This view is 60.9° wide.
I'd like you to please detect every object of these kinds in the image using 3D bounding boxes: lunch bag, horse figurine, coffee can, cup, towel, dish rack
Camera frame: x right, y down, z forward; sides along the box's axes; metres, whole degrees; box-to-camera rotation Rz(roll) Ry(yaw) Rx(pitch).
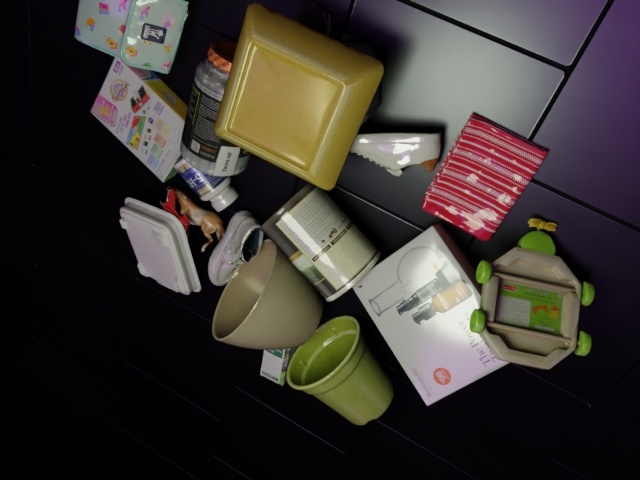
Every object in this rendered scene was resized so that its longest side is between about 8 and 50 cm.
[{"bbox_3d":[-0.487,-0.589,1.435,0.263,0.160,0.223,27,124,-2],"label":"lunch bag"},{"bbox_3d":[-0.385,-0.052,1.740,0.263,0.066,0.174,31,128,16],"label":"horse figurine"},{"bbox_3d":[0.000,0.000,1.483,0.275,0.201,0.201,47,127,-4],"label":"coffee can"},{"bbox_3d":[-0.134,0.194,1.624,0.237,0.331,0.331,32,131,-22],"label":"cup"},{"bbox_3d":[0.383,-0.143,1.311,0.199,0.031,0.274,30,126,9],"label":"towel"},{"bbox_3d":[-0.545,0.034,1.815,0.286,0.072,0.332,20,135,29],"label":"dish rack"}]

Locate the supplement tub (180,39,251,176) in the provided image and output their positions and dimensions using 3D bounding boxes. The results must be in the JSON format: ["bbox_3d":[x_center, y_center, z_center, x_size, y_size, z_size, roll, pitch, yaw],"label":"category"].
[{"bbox_3d":[-0.247,-0.342,1.424,0.194,0.193,0.315,31,127,9],"label":"supplement tub"}]

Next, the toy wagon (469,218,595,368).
[{"bbox_3d":[0.497,0.119,1.274,0.268,0.344,0.068,12,164,-1],"label":"toy wagon"}]

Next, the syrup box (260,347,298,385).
[{"bbox_3d":[-0.130,0.361,1.823,0.093,0.096,0.236,22,126,16],"label":"syrup box"}]

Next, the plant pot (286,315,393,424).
[{"bbox_3d":[0.081,0.416,1.663,0.276,0.276,0.254,-26,115,36],"label":"plant pot"}]

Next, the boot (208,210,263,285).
[{"bbox_3d":[-0.256,0.043,1.643,0.123,0.095,0.258,41,113,50],"label":"boot"}]

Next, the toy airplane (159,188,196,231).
[{"bbox_3d":[-0.455,-0.083,1.707,0.151,0.028,0.151,23,132,27],"label":"toy airplane"}]

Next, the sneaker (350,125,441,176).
[{"bbox_3d":[0.148,-0.215,1.343,0.290,0.106,0.123,8,118,22],"label":"sneaker"}]

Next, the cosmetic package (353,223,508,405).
[{"bbox_3d":[0.295,0.190,1.404,0.284,0.097,0.377,-39,76,28],"label":"cosmetic package"}]

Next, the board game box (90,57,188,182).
[{"bbox_3d":[-0.519,-0.366,1.633,0.316,0.064,0.242,45,127,-2],"label":"board game box"}]

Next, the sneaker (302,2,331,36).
[{"bbox_3d":[-0.033,-0.474,1.310,0.072,0.077,0.178,29,126,9],"label":"sneaker"}]

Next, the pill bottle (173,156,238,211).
[{"bbox_3d":[-0.331,-0.182,1.605,0.112,0.112,0.186,-25,113,35],"label":"pill bottle"}]

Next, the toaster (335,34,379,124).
[{"bbox_3d":[0.066,-0.360,1.279,0.129,0.146,0.226,2,117,28],"label":"toaster"}]

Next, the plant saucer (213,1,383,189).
[{"bbox_3d":[-0.074,-0.304,1.219,0.333,0.081,0.332,27,121,5],"label":"plant saucer"}]
